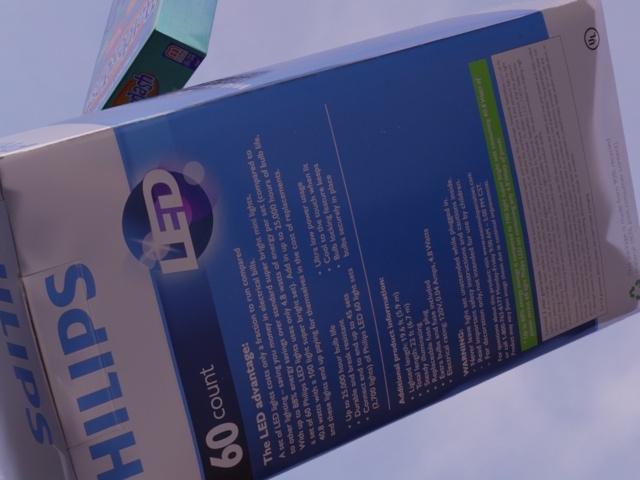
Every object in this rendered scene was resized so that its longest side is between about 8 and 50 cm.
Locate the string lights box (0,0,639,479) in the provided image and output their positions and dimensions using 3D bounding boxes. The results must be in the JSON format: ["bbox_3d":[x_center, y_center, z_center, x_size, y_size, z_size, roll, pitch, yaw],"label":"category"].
[{"bbox_3d":[0.000,0.000,0.528,0.076,0.259,0.133,5,-70,56],"label":"string lights box"}]

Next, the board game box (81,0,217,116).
[{"bbox_3d":[-0.131,-0.178,1.144,0.047,0.210,0.160,24,-45,-20],"label":"board game box"}]
